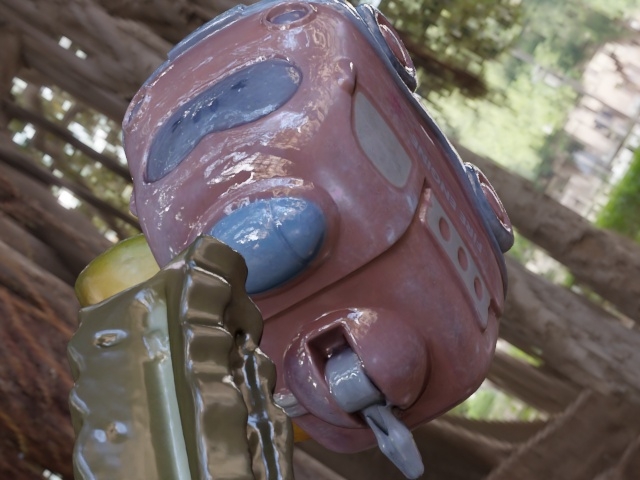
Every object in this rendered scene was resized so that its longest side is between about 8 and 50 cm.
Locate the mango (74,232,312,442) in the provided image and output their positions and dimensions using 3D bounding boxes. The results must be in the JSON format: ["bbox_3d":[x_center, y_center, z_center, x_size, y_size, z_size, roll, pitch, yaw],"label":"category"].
[{"bbox_3d":[-0.080,0.081,1.096,0.177,0.316,0.119,-64,-17,-7],"label":"mango"}]

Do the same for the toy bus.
[{"bbox_3d":[0.000,0.000,0.788,0.197,0.294,0.232,-27,22,16],"label":"toy bus"}]

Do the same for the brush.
[{"bbox_3d":[-0.033,0.125,0.414,0.084,0.301,0.071,-36,-43,21],"label":"brush"}]
